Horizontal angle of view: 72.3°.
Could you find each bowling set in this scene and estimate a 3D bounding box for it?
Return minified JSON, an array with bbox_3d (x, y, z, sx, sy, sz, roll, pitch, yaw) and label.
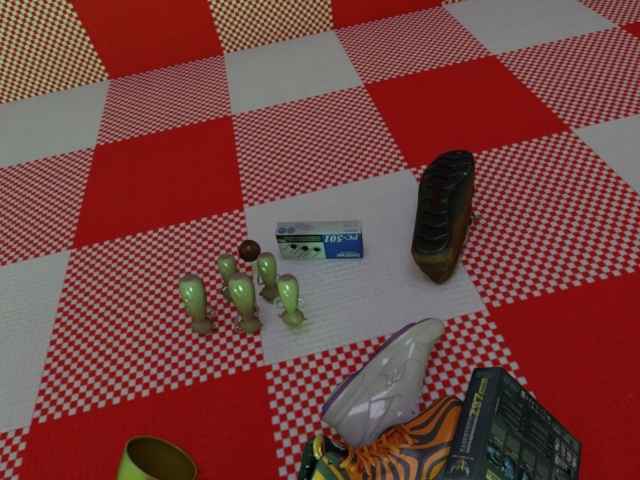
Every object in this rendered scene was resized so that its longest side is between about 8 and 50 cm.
[{"bbox_3d":[-0.156,0.106,1.012,0.286,0.154,0.200,1,31,12],"label":"bowling set"}]

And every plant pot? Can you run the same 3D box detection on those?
[{"bbox_3d":[-0.298,0.422,0.761,0.134,0.134,0.095,25,83,27],"label":"plant pot"}]

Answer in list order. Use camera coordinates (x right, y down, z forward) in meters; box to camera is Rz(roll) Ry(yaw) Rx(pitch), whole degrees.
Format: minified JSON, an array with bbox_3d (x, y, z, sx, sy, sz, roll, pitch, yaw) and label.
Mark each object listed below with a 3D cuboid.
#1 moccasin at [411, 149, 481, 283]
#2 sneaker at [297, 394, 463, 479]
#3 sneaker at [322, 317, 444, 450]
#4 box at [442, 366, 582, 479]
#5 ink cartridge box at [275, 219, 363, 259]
[{"bbox_3d":[0.316,-0.072,1.077,0.139,0.147,0.380,-4,51,25],"label":"moccasin"},{"bbox_3d":[0.088,0.340,0.683,0.180,0.124,0.321,44,75,-4],"label":"sneaker"},{"bbox_3d":[0.148,0.274,0.836,0.305,0.114,0.152,-38,73,-22],"label":"sneaker"},{"bbox_3d":[0.303,0.337,0.672,0.232,0.059,0.183,41,55,-15],"label":"box"},{"bbox_3d":[0.000,0.000,1.082,0.206,0.097,0.046,-2,49,9],"label":"ink cartridge box"}]
